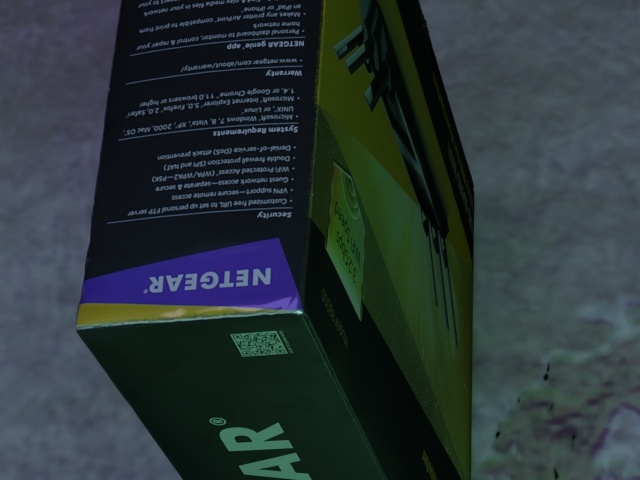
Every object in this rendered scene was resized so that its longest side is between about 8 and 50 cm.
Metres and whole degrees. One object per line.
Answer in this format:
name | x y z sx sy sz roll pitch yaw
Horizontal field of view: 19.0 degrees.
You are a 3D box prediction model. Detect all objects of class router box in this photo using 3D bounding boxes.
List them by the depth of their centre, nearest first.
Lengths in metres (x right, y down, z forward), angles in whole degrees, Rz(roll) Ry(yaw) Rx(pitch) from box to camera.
router box | 0.000 0.000 0.779 0.081 0.309 0.243 -4 59 13
